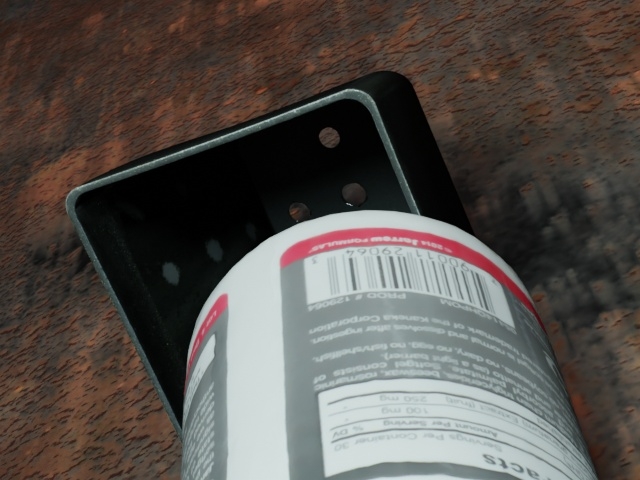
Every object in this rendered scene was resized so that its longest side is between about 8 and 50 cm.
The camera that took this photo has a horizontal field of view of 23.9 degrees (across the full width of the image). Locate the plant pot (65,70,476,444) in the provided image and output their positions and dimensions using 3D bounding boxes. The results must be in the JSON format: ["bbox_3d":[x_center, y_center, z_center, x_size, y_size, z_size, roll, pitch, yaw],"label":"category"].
[{"bbox_3d":[0.000,0.000,0.875,0.188,0.187,0.167,-18,17,24],"label":"plant pot"}]

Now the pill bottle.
[{"bbox_3d":[0.030,0.132,0.594,0.176,0.176,0.318,-25,26,10],"label":"pill bottle"}]
